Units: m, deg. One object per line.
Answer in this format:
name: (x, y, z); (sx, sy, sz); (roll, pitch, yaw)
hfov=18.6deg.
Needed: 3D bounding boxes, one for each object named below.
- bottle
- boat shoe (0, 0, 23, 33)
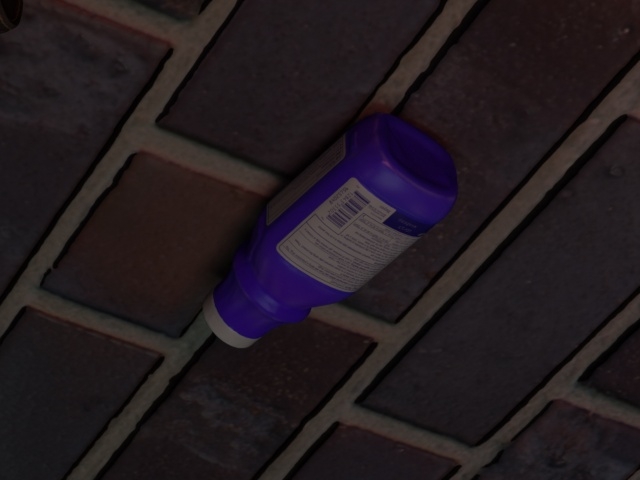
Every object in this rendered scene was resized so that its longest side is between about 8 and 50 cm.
bottle: (0.000, 0.000, 1.817); (0.118, 0.092, 0.283); (29, 128, -27)
boat shoe: (-0.246, -0.299, 1.479); (0.130, 0.132, 0.355); (-1, 137, -1)
